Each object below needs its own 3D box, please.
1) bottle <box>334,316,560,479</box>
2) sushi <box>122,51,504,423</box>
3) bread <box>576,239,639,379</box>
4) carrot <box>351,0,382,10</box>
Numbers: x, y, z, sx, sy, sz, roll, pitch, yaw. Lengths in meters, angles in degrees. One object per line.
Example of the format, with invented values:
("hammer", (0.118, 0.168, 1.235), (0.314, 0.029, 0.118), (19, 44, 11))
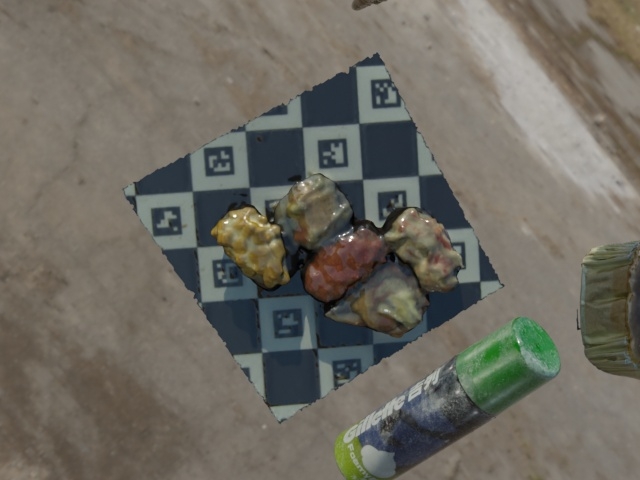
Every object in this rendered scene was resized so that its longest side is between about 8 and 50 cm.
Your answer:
("bottle", (0.157, 0.214, 1.362), (0.093, 0.330, 0.093), (31, 37, -27))
("sushi", (0.000, 0.000, 1.054), (0.292, 0.294, 0.059), (59, 1, -6))
("bread", (0.468, 0.100, 1.460), (0.210, 0.110, 0.192), (16, 73, -28))
("carrot", (0.076, -0.374, 1.604), (0.049, 0.049, 0.254), (46, -4, -9))
